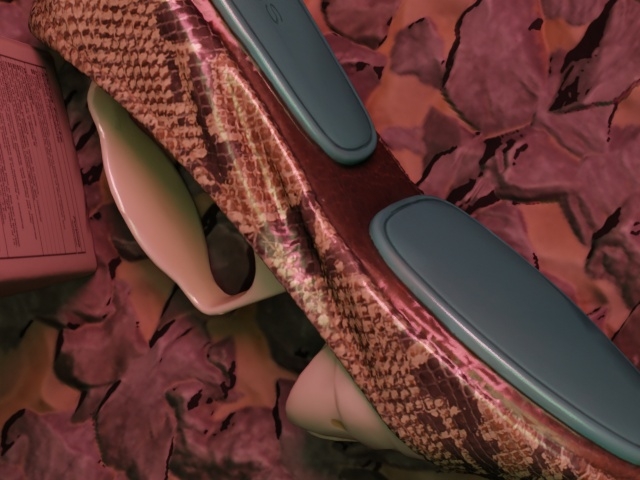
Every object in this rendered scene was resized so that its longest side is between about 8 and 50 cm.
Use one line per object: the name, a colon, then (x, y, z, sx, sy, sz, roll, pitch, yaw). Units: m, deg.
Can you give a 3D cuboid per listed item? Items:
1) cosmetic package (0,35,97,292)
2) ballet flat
cosmetic package: (-0.231, -0.035, 1.106, 0.129, 0.296, 0.153, -13, 88, 7)
ballet flat: (0.000, 0.000, 1.169, 0.483, 0.164, 0.182, 49, 117, 9)
